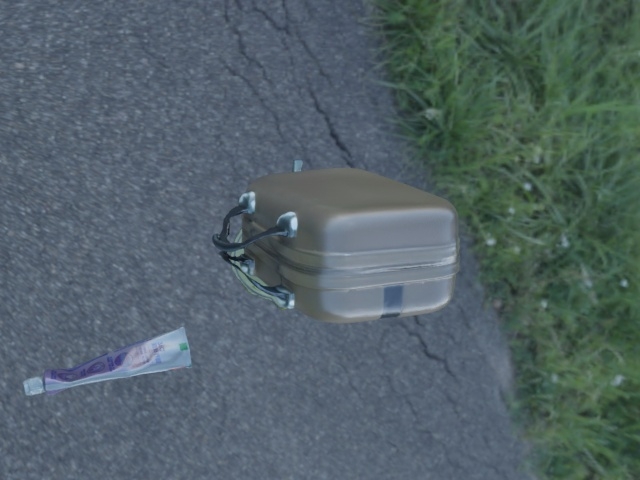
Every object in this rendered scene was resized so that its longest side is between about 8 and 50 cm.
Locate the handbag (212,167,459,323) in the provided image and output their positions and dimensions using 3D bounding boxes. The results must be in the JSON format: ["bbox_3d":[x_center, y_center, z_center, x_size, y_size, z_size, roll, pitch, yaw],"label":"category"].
[{"bbox_3d":[0.000,0.000,1.002,0.283,0.302,0.149,-5,108,-25],"label":"handbag"}]

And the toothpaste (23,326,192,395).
[{"bbox_3d":[-0.391,0.233,1.447,0.301,0.075,0.048,-13,136,-16],"label":"toothpaste"}]

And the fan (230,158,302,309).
[{"bbox_3d":[-0.064,-0.004,1.577,0.230,0.011,0.334,2,114,-11],"label":"fan"}]
